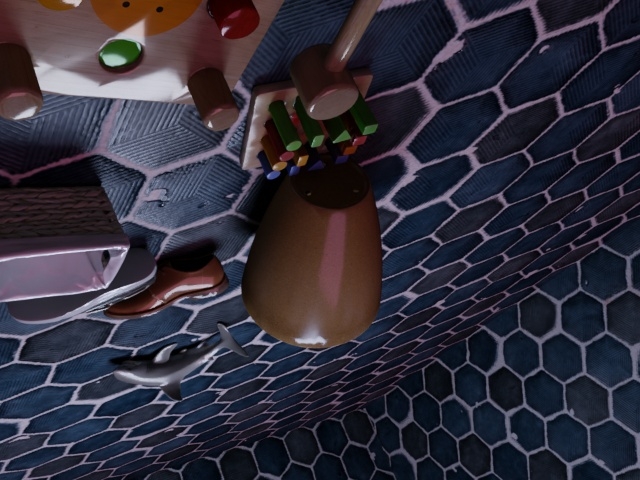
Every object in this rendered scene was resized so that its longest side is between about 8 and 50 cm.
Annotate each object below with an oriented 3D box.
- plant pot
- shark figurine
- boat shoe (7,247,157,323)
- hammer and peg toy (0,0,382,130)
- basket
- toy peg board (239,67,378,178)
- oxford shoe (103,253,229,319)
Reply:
[{"bbox_3d":[0.000,0.000,1.049,0.237,0.237,0.254,-15,143,-21],"label":"plant pot"},{"bbox_3d":[-0.301,0.290,1.501,0.278,0.116,0.166,-17,158,-13],"label":"shark figurine"},{"bbox_3d":[-0.354,0.080,1.028,0.219,0.078,0.070,-18,156,-19],"label":"boat shoe"},{"bbox_3d":[-0.095,-0.217,0.571,0.361,0.127,0.266,-5,149,-39],"label":"hammer and peg toy"},{"bbox_3d":[-0.339,0.001,0.834,0.167,0.103,0.113,-6,151,-38],"label":"basket"},{"bbox_3d":[-0.012,-0.134,0.896,0.161,0.079,0.160,-15,155,-21],"label":"toy peg board"},{"bbox_3d":[-0.265,0.070,1.133,0.212,0.076,0.076,-19,127,-7],"label":"oxford shoe"}]
